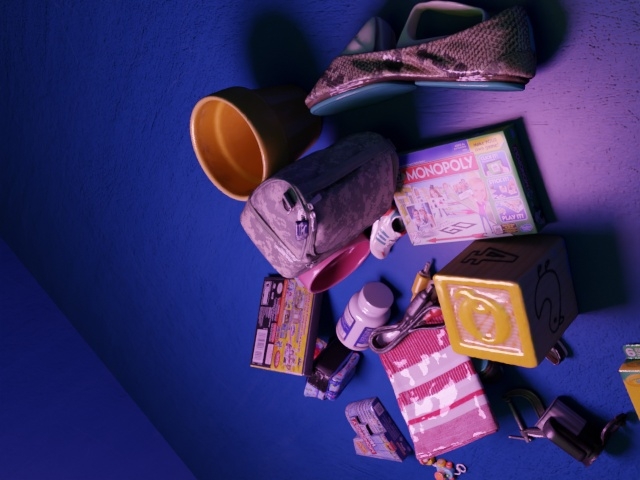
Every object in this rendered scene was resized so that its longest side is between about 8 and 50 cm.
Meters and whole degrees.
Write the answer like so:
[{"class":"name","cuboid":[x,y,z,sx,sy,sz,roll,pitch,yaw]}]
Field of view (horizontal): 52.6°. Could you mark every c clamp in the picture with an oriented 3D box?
[{"class":"c clamp","cuboid":[0.479,0.416,1.534,0.137,0.022,0.161,-7,112,49]}]

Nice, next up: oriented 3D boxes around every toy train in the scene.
[{"class":"toy train","cuboid":[0.322,0.612,1.821,0.166,0.046,0.125,43,141,16]}]

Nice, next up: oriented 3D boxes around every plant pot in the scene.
[{"class":"plant pot","cuboid":[-0.136,-0.254,1.522,0.254,0.239,0.254,26,134,31]},{"class":"plant pot","cuboid":[0.000,0.000,1.605,0.180,0.201,0.201,52,143,19]}]

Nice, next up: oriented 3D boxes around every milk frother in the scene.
[{"class":"milk frother","cuboid":[0.558,0.390,1.389,0.134,0.129,0.143,38,95,21]}]

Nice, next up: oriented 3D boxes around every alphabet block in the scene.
[{"class":"alphabet block","cuboid":[0.370,0.110,1.287,0.193,0.197,0.192,1,117,46]}]

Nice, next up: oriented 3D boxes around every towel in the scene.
[{"class":"towel","cuboid":[0.264,0.328,1.537,0.237,0.037,0.329,-38,60,36]}]

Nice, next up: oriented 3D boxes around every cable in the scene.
[{"class":"cable","cuboid":[0.229,0.191,1.552,0.139,0.072,0.287,47,129,20]}]

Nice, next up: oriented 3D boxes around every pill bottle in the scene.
[{"class":"pill bottle","cuboid":[0.119,0.193,1.680,0.112,0.112,0.187,42,140,16]}]

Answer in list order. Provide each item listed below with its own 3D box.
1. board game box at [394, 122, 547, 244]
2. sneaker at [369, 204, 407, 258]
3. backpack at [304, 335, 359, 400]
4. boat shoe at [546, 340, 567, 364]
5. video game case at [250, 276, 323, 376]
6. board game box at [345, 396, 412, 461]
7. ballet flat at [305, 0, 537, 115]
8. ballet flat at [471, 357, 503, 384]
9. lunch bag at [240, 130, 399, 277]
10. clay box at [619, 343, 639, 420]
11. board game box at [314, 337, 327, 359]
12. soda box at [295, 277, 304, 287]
[{"class":"board game box","cuboid":[0.286,-0.104,1.344,0.317,0.046,0.214,-8,111,49]},{"class":"sneaker","cuboid":[0.163,-0.013,1.528,0.075,0.057,0.161,30,133,34]},{"class":"backpack","cuboid":[0.027,0.394,1.881,0.117,0.158,0.173,29,130,19]},{"class":"boat shoe","cuboid":[0.472,0.210,1.379,0.125,0.038,0.046,52,142,4]},{"class":"video game case","cuboid":[-0.098,0.243,1.878,0.248,0.035,0.275,-3,75,48]},{"class":"board game box","cuboid":[0.152,0.584,1.969,0.194,0.060,0.194,56,141,0]},{"class":"ballet flat","cuboid":[0.172,-0.350,1.226,0.482,0.164,0.182,1,96,40]},{"class":"ballet flat","cuboid":[0.320,0.325,1.578,0.096,0.095,0.280,37,149,-32]},{"class":"lunch bag","cuboid":[0.005,-0.091,1.374,0.212,0.305,0.256,51,147,9]},{"class":"clay box","cuboid":[0.664,0.302,1.232,0.127,0.053,0.222,-15,106,50]},{"class":"board game box","cuboid":[-0.010,0.375,2.010,0.133,0.033,0.169,1,117,46]},{"class":"soda box","cuboid":[-0.074,-0.021,1.738,0.286,0.091,0.098,60,149,-5]}]
